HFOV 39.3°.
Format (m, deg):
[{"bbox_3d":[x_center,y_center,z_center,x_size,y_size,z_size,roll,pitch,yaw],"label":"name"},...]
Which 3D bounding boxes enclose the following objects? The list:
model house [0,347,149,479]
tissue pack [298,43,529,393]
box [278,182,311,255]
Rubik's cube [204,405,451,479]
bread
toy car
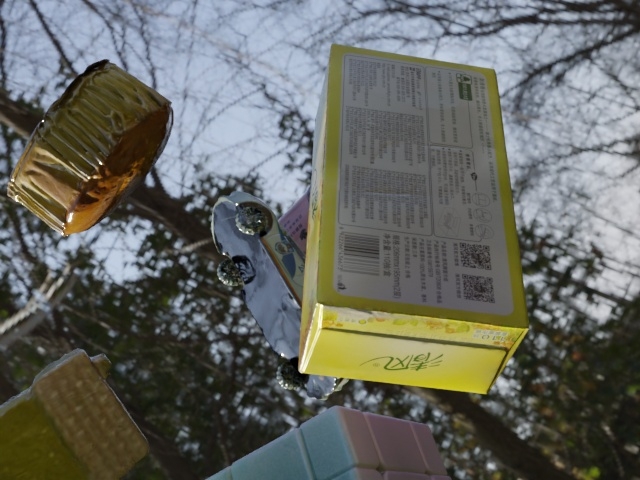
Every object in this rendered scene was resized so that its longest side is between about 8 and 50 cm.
[{"bbox_3d":[-0.370,0.282,1.268,0.234,0.193,0.175,-35,3,-13],"label":"model house"},{"bbox_3d":[0.043,-0.016,0.456,0.062,0.095,0.176,103,172,-49],"label":"tissue pack"},{"bbox_3d":[0.000,0.000,1.274,0.135,0.151,0.151,-50,-12,29],"label":"box"},{"bbox_3d":[0.037,0.492,1.471,0.322,0.316,0.319,-35,-32,21],"label":"Rubik's cube"},{"bbox_3d":[-0.232,-0.088,0.916,0.190,0.114,0.132,-50,2,41],"label":"bread"},{"bbox_3d":[-0.035,0.043,0.783,0.056,0.205,0.095,-17,-28,-29],"label":"toy car"}]
